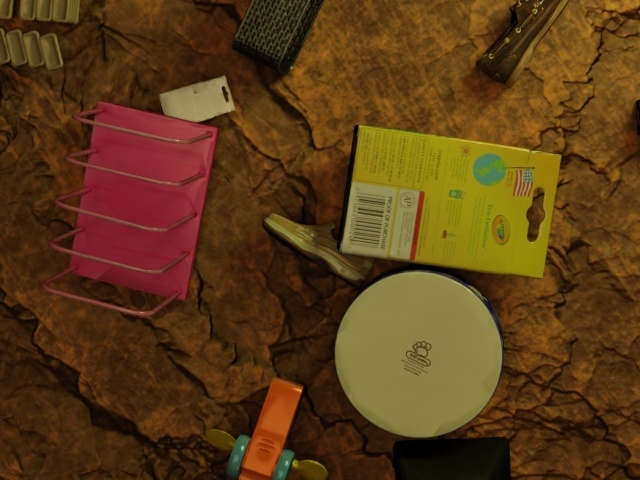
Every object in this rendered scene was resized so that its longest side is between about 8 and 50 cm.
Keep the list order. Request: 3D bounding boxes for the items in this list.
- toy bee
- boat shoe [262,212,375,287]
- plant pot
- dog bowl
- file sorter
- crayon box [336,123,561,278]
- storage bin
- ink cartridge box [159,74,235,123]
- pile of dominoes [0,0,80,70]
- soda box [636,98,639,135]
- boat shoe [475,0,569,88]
[{"bbox_3d":[-0.109,0.370,1.931,0.195,0.162,0.298,39,73,12],"label":"toy bee"},{"bbox_3d":[0.000,0.000,1.923,0.190,0.068,0.072,31,85,-5],"label":"boat shoe"},{"bbox_3d":[0.207,0.419,1.868,0.188,0.167,0.187,-3,94,7],"label":"plant pot"},{"bbox_3d":[0.156,0.172,1.888,0.265,0.104,0.265,1,94,7],"label":"dog bowl"},{"bbox_3d":[-0.302,-0.049,1.879,0.202,0.182,0.290,14,102,7],"label":"file sorter"},{"bbox_3d":[0.196,-0.058,1.861,0.318,0.081,0.202,9,94,-3],"label":"crayon box"},{"bbox_3d":[-0.056,-0.358,1.869,0.084,0.122,0.180,26,97,5],"label":"storage bin"},{"bbox_3d":[-0.197,-0.222,1.945,0.115,0.029,0.063,-16,92,8],"label":"ink cartridge box"},{"bbox_3d":[-0.520,-0.385,1.985,0.251,0.040,0.196,7,95,15],"label":"pile of dominoes"},{"bbox_3d":[0.570,-0.192,1.832,0.169,0.053,0.060,-2,93,7],"label":"soda box"},{"bbox_3d":[0.319,-0.336,1.845,0.073,0.073,0.207,35,97,1],"label":"boat shoe"}]
